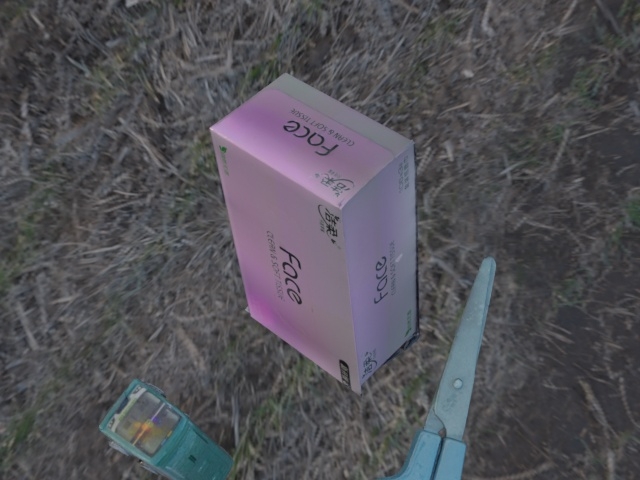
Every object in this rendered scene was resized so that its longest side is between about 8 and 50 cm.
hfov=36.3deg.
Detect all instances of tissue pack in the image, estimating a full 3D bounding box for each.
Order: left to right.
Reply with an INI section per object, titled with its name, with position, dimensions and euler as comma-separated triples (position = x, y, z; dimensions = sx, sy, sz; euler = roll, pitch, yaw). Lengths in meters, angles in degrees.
[tissue pack]
position = 0.000, 0.000, 0.829
dimensions = 0.148, 0.246, 0.092
euler = 33, 59, 31

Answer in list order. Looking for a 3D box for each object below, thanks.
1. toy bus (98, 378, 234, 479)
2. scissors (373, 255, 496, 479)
[toy bus]
position = -0.189, 0.256, 1.233
dimensions = 0.109, 0.262, 0.091
euler = 29, 74, 20
[scissors]
position = 0.171, 0.231, 1.304
dimensions = 0.192, 0.029, 0.447
euler = 18, 79, -7
